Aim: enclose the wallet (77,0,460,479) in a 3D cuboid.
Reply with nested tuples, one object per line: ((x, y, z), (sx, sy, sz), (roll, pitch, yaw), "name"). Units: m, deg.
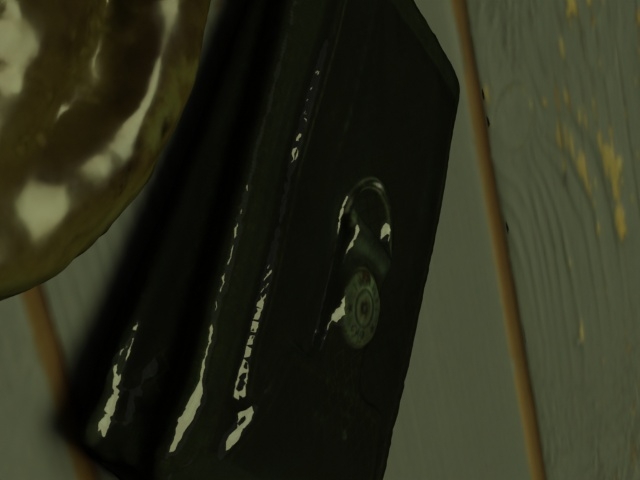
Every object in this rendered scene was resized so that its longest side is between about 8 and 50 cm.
((0.000, 0.000, 0.604), (0.168, 0.052, 0.245), (41, 60, -50), "wallet")

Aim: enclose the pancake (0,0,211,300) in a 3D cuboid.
((-0.126, -0.114, 0.424), (0.294, 0.049, 0.294), (-8, 100, -50), "pancake")
